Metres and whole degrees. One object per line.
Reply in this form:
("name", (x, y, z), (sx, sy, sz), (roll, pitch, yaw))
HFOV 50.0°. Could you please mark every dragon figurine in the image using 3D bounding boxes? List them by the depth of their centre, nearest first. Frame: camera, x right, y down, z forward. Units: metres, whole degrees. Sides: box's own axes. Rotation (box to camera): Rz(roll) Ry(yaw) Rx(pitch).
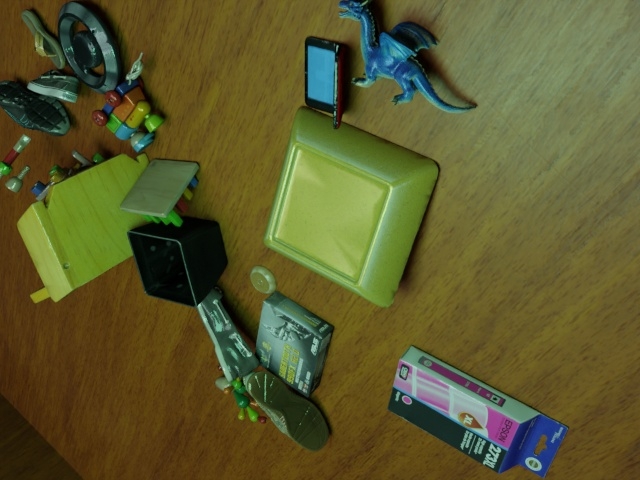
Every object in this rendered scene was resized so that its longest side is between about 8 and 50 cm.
("dragon figurine", (0.142, -0.321, 1.185), (0.289, 0.085, 0.144), (32, 132, 21))

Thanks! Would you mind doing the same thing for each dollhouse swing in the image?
("dollhouse swing", (-0.623, -0.030, 1.786), (0.305, 0.347, 0.315), (-1, 116, 39))

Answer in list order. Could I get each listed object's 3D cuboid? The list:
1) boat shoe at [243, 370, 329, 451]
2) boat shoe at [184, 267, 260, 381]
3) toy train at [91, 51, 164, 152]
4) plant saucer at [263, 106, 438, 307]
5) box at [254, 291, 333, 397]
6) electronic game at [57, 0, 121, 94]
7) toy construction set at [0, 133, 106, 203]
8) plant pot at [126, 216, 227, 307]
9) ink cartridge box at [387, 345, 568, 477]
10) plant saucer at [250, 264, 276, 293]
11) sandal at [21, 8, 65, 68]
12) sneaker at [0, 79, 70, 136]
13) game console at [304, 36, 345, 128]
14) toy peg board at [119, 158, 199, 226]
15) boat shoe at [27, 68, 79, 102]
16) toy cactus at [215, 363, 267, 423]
("boat shoe", (-0.089, 0.446, 1.825), (0.285, 0.104, 0.089), (49, 161, -13))
("boat shoe", (-0.264, 0.210, 1.826), (0.112, 0.096, 0.335), (107, 140, -69))
("toy train", (-0.428, -0.320, 1.631), (0.143, 0.105, 0.248), (46, 136, -10))
("plant saucer", (0.030, -0.059, 1.387), (0.333, 0.081, 0.332), (27, 117, 23))
("box", (-0.072, 0.265, 1.742), (0.183, 0.056, 0.231), (30, 131, 20))
("electronic game", (-0.565, -0.468, 1.675), (0.229, 0.048, 0.229), (28, 136, 30))
("toy construction set", (-0.709, -0.180, 1.880), (0.309, 0.257, 0.237), (39, 95, -4))
("plant pot", (-0.343, 0.035, 1.733), (0.188, 0.167, 0.187), (10, 122, 35))
("ink cartridge box", (0.330, 0.387, 1.501), (0.371, 0.069, 0.175), (24, 129, 22))
("plant saucer", (-0.148, 0.103, 1.728), (0.084, 0.015, 0.083), (19, 127, 28))
("sandal", (-0.719, -0.511, 1.761), (0.180, 0.049, 0.072), (53, 149, 0))
("sneaker", (-0.792, -0.355, 1.913), (0.267, 0.101, 0.106), (31, 154, 18))
("game console", (0.003, -0.301, 1.312), (0.085, 0.124, 0.143), (4, 123, 6))
("toy peg board", (-0.383, -0.113, 1.703), (0.161, 0.160, 0.079), (9, 149, 34))
("boat shoe", (-0.697, -0.410, 1.806), (0.219, 0.078, 0.070), (19, 93, 40))
("toy cactus", (-0.243, 0.426, 1.959), (0.181, 0.112, 0.219), (-3, 123, 50))
